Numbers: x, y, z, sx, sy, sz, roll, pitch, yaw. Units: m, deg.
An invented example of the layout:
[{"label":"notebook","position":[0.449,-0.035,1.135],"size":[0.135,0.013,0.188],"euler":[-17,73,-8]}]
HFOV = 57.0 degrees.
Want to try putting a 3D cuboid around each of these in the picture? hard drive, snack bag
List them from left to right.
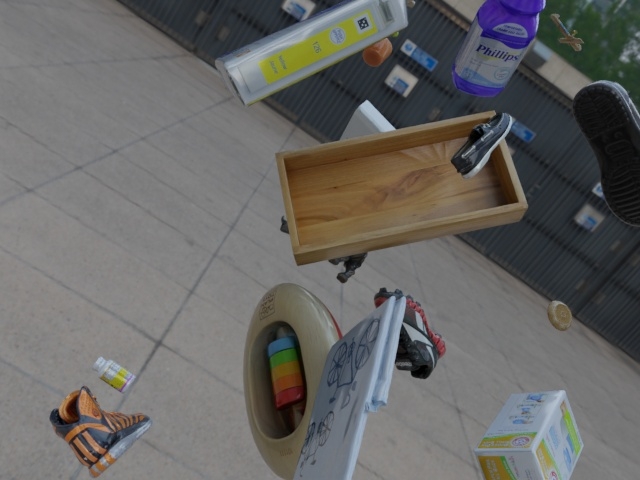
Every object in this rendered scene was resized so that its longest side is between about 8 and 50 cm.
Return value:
[{"label":"snack bag","position":[0.036,0.287,0.974],"size":[0.037,0.323,0.342],"euler":[23,60,-8]},{"label":"hard drive","position":[0.194,-0.159,1.456],"size":[0.353,0.047,0.233],"euler":[47,-18,3]}]

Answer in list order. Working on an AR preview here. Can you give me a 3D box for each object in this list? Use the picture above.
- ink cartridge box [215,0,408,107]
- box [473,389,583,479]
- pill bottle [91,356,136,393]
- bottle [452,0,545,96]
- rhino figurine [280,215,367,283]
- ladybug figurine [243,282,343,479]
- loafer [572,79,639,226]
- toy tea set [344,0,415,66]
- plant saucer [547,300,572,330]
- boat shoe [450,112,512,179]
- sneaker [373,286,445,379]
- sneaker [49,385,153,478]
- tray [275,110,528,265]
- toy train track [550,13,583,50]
[{"label":"ink cartridge box","position":[0.004,-0.291,0.832],"size":[0.303,0.308,0.072],"euler":[-124,-170,-70]},{"label":"box","position":[0.359,0.355,1.006],"size":[0.203,0.103,0.114],"euler":[-24,95,-51]},{"label":"pill bottle","position":[-0.423,0.273,1.203],"size":[0.083,0.043,0.043],"euler":[36,16,-4]},{"label":"bottle","position":[0.352,-0.406,1.129],"size":[0.118,0.282,0.092],"euler":[10,55,-7]},{"label":"rhino figurine","position":[0.000,0.000,1.330],"size":[0.243,0.073,0.106],"euler":[31,48,31]},{"label":"ladybug figurine","position":[-0.042,0.304,1.333],"size":[0.162,0.305,0.448],"euler":[16,54,-40]},{"label":"loafer","position":[0.673,-0.197,1.280],"size":[0.130,0.134,0.365],"euler":[-48,116,-41]},{"label":"toy tea set","position":[0.152,-0.625,1.552],"size":[0.200,0.124,0.336],"euler":[29,-29,3]},{"label":"plant saucer","position":[0.642,0.199,1.571],"size":[0.084,0.015,0.083],"euler":[9,67,-23]},{"label":"boat shoe","position":[0.222,-0.140,0.818],"size":[0.038,0.125,0.046],"euler":[43,-19,-13]},{"label":"sneaker","position":[0.204,0.230,1.400],"size":[0.276,0.098,0.135],"euler":[53,50,-31]},{"label":"sneaker","position":[-0.501,0.410,1.358],"size":[0.180,0.125,0.321],"euler":[48,-8,1]},{"label":"tray","position":[0.139,-0.095,1.074],"size":[0.076,0.412,0.202],"euler":[82,-3,-68]},{"label":"toy train track","position":[0.393,-0.334,0.938],"size":[0.083,0.014,0.048],"euler":[34,1,-31]}]
